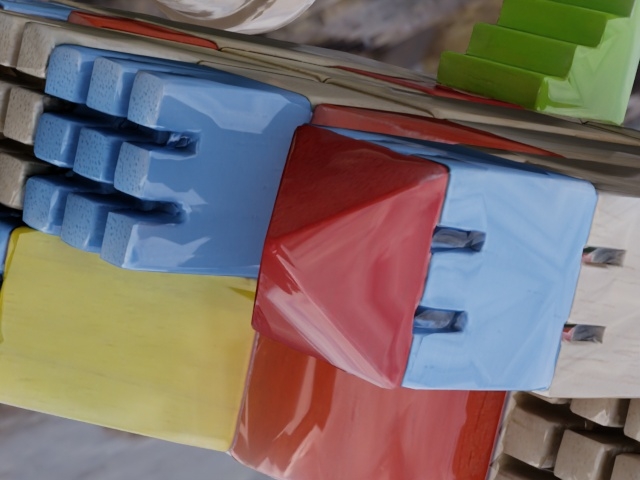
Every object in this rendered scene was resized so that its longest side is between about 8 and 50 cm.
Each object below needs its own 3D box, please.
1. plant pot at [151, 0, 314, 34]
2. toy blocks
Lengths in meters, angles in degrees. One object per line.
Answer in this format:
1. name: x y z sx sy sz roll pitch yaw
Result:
1. plant pot: -0.083 -0.234 1.068 0.109 0.237 0.237 -4 151 -37
2. toy blocks: 0.000 0.000 0.558 0.261 0.381 0.191 5 102 -43
